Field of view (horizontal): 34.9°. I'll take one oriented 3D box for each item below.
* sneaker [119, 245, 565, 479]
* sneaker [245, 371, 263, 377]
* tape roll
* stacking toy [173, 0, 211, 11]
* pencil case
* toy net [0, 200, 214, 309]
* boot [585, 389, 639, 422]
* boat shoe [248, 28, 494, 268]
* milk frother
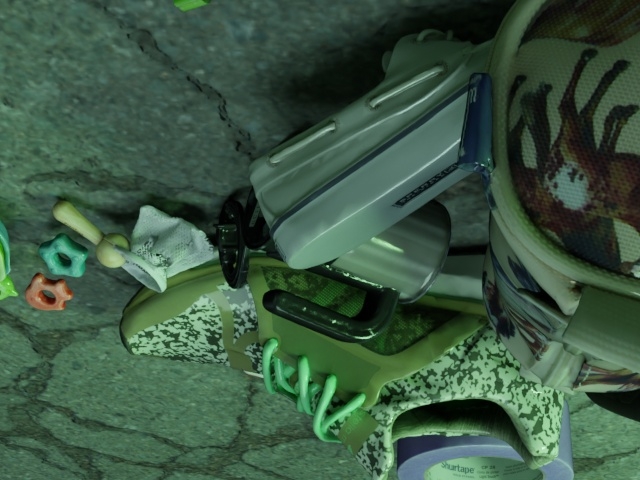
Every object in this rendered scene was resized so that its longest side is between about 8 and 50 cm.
[{"bbox_3d":[0.023,0.108,0.851,0.411,0.182,0.158,1,147,9],"label":"sneaker"},{"bbox_3d":[-0.036,0.130,1.017,0.134,0.051,0.070,9,143,-16],"label":"sneaker"},{"bbox_3d":[0.178,0.222,1.114,0.189,0.080,0.189,2,148,1],"label":"tape roll"},{"bbox_3d":[-0.048,-0.202,0.491,0.167,0.052,0.221,-10,146,22],"label":"stacking toy"},{"bbox_3d":[0.164,-0.004,0.561,0.160,0.183,0.410,32,175,15],"label":"pencil case"},{"bbox_3d":[-0.201,0.024,0.838,0.232,0.045,0.122,3,128,11],"label":"toy net"},{"bbox_3d":[0.410,0.136,0.787,0.284,0.138,0.377,11,-178,-19],"label":"boot"},{"bbox_3d":[0.072,-0.085,0.627,0.268,0.088,0.096,-35,163,20],"label":"boat shoe"},{"bbox_3d":[0.000,0.000,0.784,0.135,0.129,0.143,21,-173,-25],"label":"milk frother"}]
